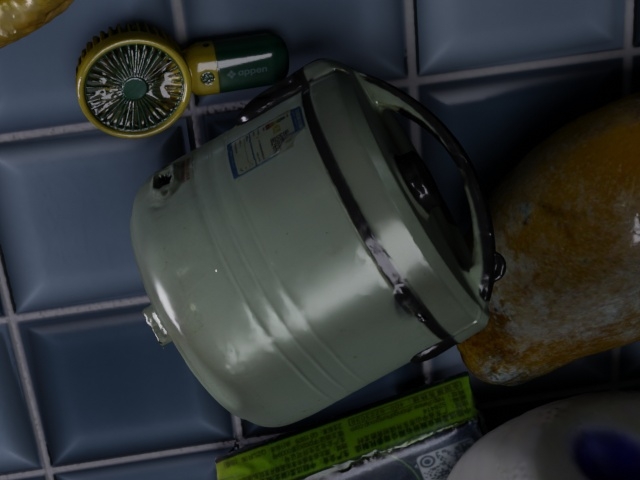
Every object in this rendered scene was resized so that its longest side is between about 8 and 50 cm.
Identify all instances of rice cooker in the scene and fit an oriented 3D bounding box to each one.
[{"bbox_3d":[0.000,0.000,1.140,0.244,0.226,0.226,-30,124,14],"label":"rice cooker"}]

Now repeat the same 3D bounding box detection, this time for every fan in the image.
[{"bbox_3d":[-0.099,-0.122,1.139,0.155,0.039,0.082,-8,125,-8],"label":"fan"}]

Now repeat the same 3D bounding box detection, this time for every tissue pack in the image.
[{"bbox_3d":[0.044,0.224,1.383,0.235,0.073,0.173,-20,129,4],"label":"tissue pack"}]

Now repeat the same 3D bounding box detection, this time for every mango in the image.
[{"bbox_3d":[0.211,0.007,1.226,0.193,0.146,0.316,26,131,-23],"label":"mango"}]

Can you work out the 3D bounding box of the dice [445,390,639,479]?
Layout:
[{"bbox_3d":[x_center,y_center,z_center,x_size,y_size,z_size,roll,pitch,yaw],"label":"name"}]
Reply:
[{"bbox_3d":[0.266,0.319,1.274,0.304,0.304,0.277,3,128,-21],"label":"dice"}]

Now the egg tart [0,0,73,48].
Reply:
[{"bbox_3d":[-0.261,-0.247,0.979,0.295,0.116,0.295,-6,127,-8],"label":"egg tart"}]
